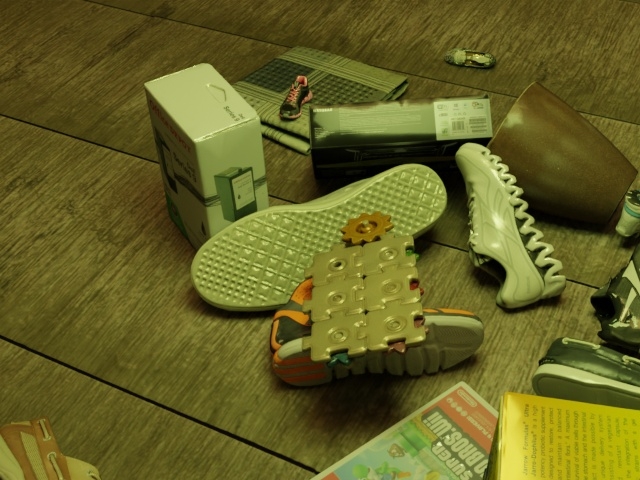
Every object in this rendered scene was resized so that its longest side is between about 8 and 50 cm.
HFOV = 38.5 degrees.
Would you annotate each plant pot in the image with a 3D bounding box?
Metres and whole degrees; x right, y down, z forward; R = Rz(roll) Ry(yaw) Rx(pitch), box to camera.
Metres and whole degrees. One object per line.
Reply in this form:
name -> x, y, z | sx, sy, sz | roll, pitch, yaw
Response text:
plant pot -> 0.424, -0.128, 1.603 | 0.230, 0.215, 0.215 | 32, 51, 15

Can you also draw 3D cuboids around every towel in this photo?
towel -> -0.020, -0.302, 1.938 | 0.324, 0.056, 0.312 | 23, 45, 30

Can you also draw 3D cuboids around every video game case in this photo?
video game case -> 0.153, 0.323, 1.224 | 0.285, 0.025, 0.204 | -28, 47, -24

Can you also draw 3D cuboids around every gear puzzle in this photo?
gear puzzle -> 0.064, 0.064, 1.352 | 0.175, 0.044, 0.339 | -12, 35, 9

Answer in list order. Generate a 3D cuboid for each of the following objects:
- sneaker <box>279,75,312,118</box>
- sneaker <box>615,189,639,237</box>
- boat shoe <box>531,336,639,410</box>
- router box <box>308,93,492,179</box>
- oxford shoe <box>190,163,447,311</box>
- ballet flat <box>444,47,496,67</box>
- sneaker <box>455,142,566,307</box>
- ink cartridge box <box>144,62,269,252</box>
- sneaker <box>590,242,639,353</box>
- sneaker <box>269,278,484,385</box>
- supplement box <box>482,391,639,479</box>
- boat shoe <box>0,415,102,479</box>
sneaker -> -0.052, -0.289, 1.833 | 0.047, 0.057, 0.119 | 11, 42, 14
sneaker -> 0.565, -0.046, 1.580 | 0.190, 0.083, 0.071 | -8, 41, -42
boat shoe -> 0.450, 0.209, 1.264 | 0.302, 0.114, 0.091 | 19, 52, 23
router box -> 0.135, -0.180, 1.638 | 0.308, 0.243, 0.081 | -3, 81, 0
oxford shoe -> 0.000, 0.000, 1.537 | 0.449, 0.169, 0.130 | -23, 0, -10
ballet flat -> 0.329, -0.403, 2.017 | 0.114, 0.041, 0.041 | 9, 43, 13
sneaker -> 0.283, -0.026, 1.489 | 0.118, 0.110, 0.292 | -25, 73, -2
ink cartridge box -> -0.187, -0.121, 1.553 | 0.121, 0.289, 0.211 | -23, 45, -21
sneaker -> 0.480, 0.080, 1.434 | 0.106, 0.078, 0.234 | 10, 45, 12
sneaker -> 0.080, 0.109, 1.396 | 0.321, 0.125, 0.180 | -5, 42, -1
supplement box -> 0.369, 0.330, 1.051 | 0.356, 0.194, 0.195 | 7, 45, 8
boat shoe -> -0.331, 0.334, 1.180 | 0.116, 0.123, 0.324 | -28, 48, -28
